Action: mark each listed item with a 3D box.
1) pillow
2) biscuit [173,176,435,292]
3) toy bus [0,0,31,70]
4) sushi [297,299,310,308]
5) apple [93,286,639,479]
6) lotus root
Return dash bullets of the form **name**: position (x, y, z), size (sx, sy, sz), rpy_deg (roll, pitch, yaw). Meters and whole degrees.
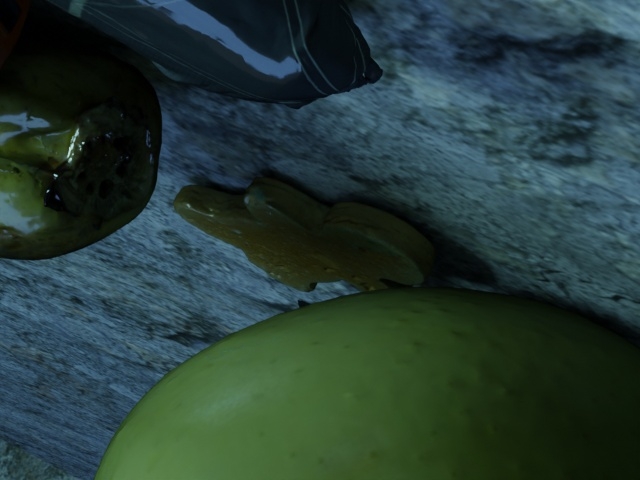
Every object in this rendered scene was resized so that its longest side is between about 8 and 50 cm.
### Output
- **pillow**: position (-0.121, -0.163, 1.001), size (0.335, 0.092, 0.161), rpy_deg (29, 168, -9)
- **biscuit**: position (0.000, 0.000, 1.448), size (0.153, 0.030, 0.234), rpy_deg (33, 163, -27)
- **toy bus**: position (-0.306, -0.160, 1.235), size (0.265, 0.120, 0.121), rpy_deg (14, 152, 32)
- **sushi**: position (0.109, 0.167, 1.783), size (0.290, 0.050, 0.264), rpy_deg (23, 164, 11)
- **apple**: position (0.069, 0.248, 1.360), size (0.474, 0.473, 0.473), rpy_deg (24, 164, 7)
- **lotus root**: position (-0.226, -0.074, 1.324), size (0.275, 0.152, 0.160), rpy_deg (24, -157, 37)
